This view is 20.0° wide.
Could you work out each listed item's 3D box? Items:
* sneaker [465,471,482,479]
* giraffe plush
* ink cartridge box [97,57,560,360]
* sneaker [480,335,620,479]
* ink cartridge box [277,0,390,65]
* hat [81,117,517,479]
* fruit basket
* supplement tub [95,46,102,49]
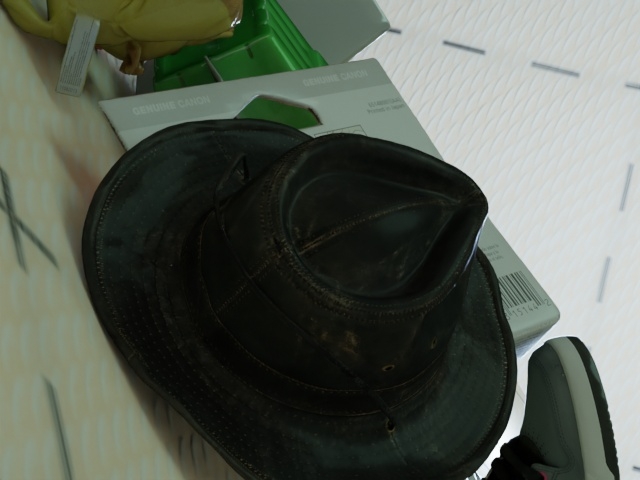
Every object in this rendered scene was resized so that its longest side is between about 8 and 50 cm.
[{"bbox_3d":[0.107,0.237,1.566,0.145,0.090,0.270,53,6,-20],"label":"sneaker"},{"bbox_3d":[-0.134,-0.196,1.389,0.181,0.210,0.170,31,0,6],"label":"giraffe plush"},{"bbox_3d":[0.000,0.000,1.308,0.296,0.066,0.261,-14,63,-45],"label":"ink cartridge box"},{"bbox_3d":[0.123,0.220,1.363,0.124,0.178,0.295,-143,-130,-77],"label":"sneaker"},{"bbox_3d":[-0.074,-0.249,1.811,0.197,0.114,0.273,56,-19,-13],"label":"ink cartridge box"},{"bbox_3d":[0.022,0.008,1.165,0.331,0.134,0.331,21,43,-21],"label":"hat"},{"bbox_3d":[-0.041,-0.031,1.593,0.327,0.165,0.353,-102,175,-67],"label":"fruit basket"},{"bbox_3d":[-0.133,-0.250,1.544,0.117,0.190,0.117,57,9,-14],"label":"supplement tub"}]
